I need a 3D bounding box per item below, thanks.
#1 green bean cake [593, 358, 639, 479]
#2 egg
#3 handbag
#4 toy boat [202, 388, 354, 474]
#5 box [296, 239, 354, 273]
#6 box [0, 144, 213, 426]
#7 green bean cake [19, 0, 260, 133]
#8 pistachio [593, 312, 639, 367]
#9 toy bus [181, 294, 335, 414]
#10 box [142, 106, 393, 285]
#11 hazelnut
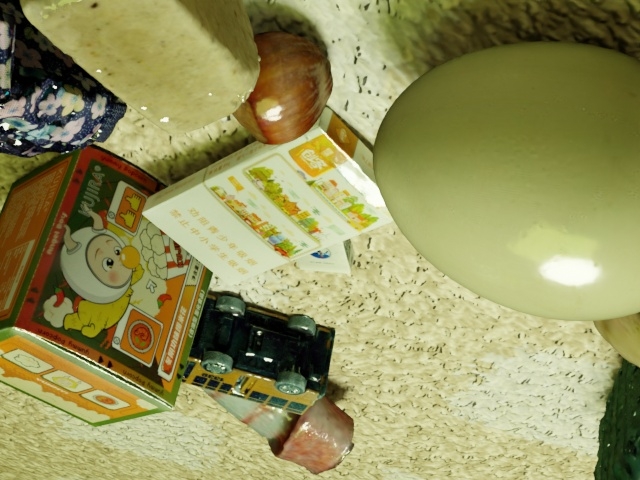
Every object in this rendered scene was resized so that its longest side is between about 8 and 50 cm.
[{"bbox_3d":[0.441,0.208,1.060,0.307,0.169,0.300,7,151,8],"label":"green bean cake"},{"bbox_3d":[0.155,-0.042,0.724,0.241,0.186,0.186,18,152,13],"label":"egg"},{"bbox_3d":[-0.251,-0.133,0.708,0.228,0.127,0.208,34,-179,17],"label":"handbag"},{"bbox_3d":[-0.103,0.190,1.337,0.282,0.096,0.206,31,161,-13],"label":"toy boat"},{"bbox_3d":[0.000,0.000,1.016,0.054,0.024,0.083,3,148,13],"label":"box"},{"bbox_3d":[-0.215,0.047,1.006,0.177,0.195,0.148,34,144,-31],"label":"box"},{"bbox_3d":[-0.111,-0.154,0.671,0.085,0.109,0.179,-21,153,15],"label":"green bean cake"},{"bbox_3d":[0.318,0.059,0.891,0.206,0.131,0.130,28,125,-14],"label":"pistachio"},{"bbox_3d":[-0.086,0.126,1.199,0.182,0.091,0.103,17,150,-10],"label":"toy bus"},{"bbox_3d":[-0.043,-0.032,0.940,0.220,0.032,0.122,-22,127,37],"label":"box"},{"bbox_3d":[-0.031,-0.116,0.787,0.086,0.086,0.086,10,150,6],"label":"hazelnut"}]
